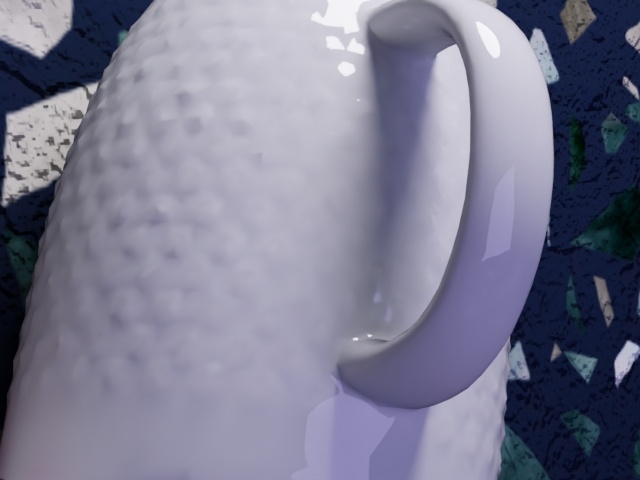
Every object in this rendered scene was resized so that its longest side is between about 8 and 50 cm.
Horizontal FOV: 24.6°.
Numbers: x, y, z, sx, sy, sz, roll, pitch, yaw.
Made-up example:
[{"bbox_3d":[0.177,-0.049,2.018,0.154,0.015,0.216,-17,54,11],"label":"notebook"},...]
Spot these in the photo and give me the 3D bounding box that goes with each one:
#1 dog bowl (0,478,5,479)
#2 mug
[{"bbox_3d":[-0.247,0.288,0.661,0.408,0.150,0.408,-1,92,-30],"label":"dog bowl"},{"bbox_3d":[0.000,0.000,0.811,0.276,0.374,0.328,16,71,-26],"label":"mug"}]
